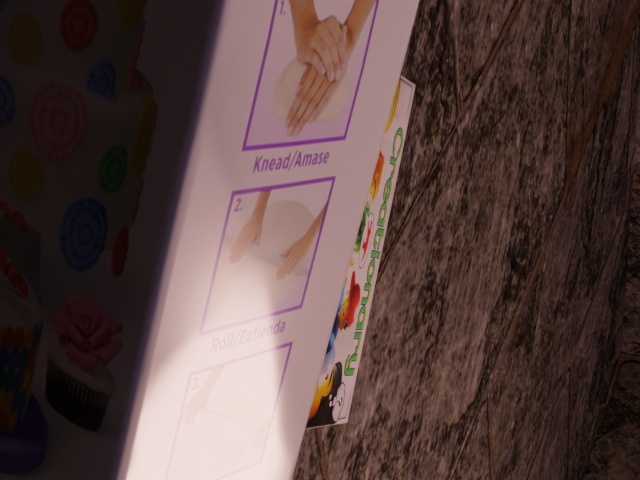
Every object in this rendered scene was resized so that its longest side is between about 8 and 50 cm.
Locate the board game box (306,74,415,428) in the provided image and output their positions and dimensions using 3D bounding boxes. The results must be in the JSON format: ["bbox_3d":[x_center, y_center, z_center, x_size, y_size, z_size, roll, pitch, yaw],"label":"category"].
[{"bbox_3d":[0.000,0.000,1.111,0.193,0.053,0.305,11,90,-70],"label":"board game box"}]

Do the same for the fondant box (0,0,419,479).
[{"bbox_3d":[-0.120,0.025,0.451,0.096,0.238,0.330,-12,122,-52],"label":"fondant box"}]
